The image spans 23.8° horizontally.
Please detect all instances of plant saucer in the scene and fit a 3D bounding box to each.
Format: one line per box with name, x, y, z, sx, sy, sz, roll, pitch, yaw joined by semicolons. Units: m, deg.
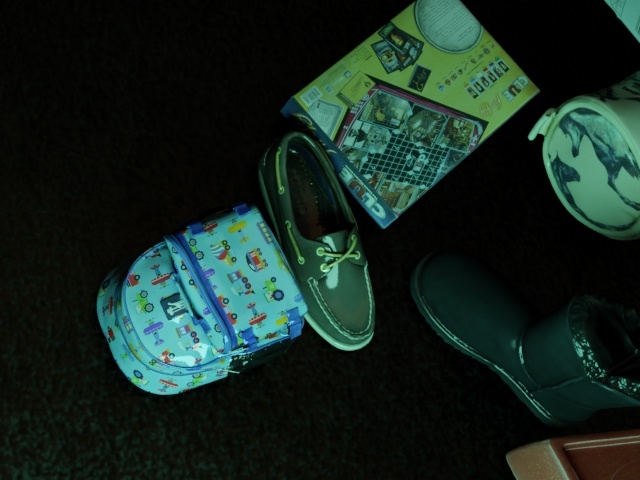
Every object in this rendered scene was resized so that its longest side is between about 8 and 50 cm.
plant saucer;0.346;0.271;1.482;0.259;0.048;0.258;-4;39;-17

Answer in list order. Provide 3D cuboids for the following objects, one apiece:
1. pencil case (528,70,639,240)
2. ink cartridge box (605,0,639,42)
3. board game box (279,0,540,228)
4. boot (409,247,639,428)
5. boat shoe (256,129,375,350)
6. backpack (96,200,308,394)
pencil case;0.431;-0.153;1.651;0.410;0.160;0.183;-28;58;-22
ink cartridge box;0.490;-0.267;1.614;0.384;0.091;0.308;-3;42;-24
board game box;0.098;-0.147;1.598;0.243;0.042;0.165;-40;88;-29
boot;0.217;0.079;1.489;0.246;0.207;0.094;45;67;1
boat shoe;0.000;0.000;1.521;0.081;0.068;0.228;-20;80;-22
backpack;-0.120;0.059;1.443;0.173;0.117;0.158;-20;80;-18
